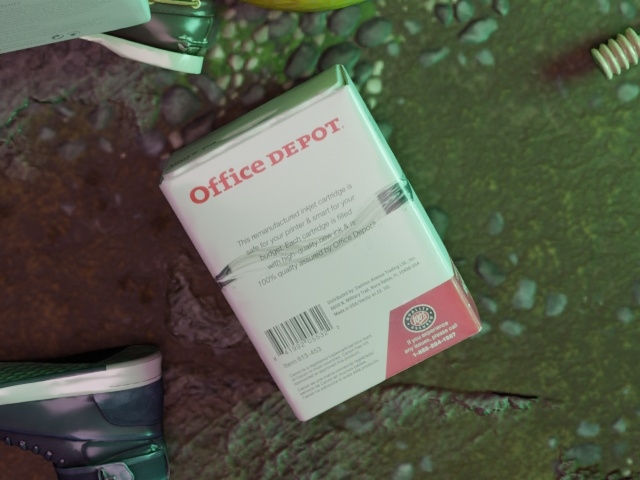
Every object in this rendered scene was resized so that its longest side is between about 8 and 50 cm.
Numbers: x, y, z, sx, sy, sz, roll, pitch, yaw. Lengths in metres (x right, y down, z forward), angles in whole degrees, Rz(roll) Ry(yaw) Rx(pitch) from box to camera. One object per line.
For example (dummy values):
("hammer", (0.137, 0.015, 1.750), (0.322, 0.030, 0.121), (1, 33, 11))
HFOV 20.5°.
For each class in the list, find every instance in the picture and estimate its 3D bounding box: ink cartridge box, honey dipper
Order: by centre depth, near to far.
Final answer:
("honey dipper", (0.297, -0.183, 1.437), (0.161, 0.030, 0.030), (-30, 105, 5))
("ink cartridge box", (0.000, 0.000, 1.446), (0.172, 0.100, 0.237), (-28, 106, 7))

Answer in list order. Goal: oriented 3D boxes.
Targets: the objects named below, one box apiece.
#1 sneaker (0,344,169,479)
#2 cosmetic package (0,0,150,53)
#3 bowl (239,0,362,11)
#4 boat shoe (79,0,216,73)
("sneaker", (-0.239, 0.183, 1.503), (0.226, 0.086, 0.163), (-6, 104, -1))
("cosmetic package", (-0.217, -0.280, 1.256), (0.138, 0.224, 0.224), (-12, 79, 1))
("bowl", (-0.015, -0.305, 1.329), (0.290, 0.156, 0.289), (0, 106, -2))
("boat shoe", (-0.197, -0.194, 1.400), (0.228, 0.081, 0.068), (16, 98, -9))
